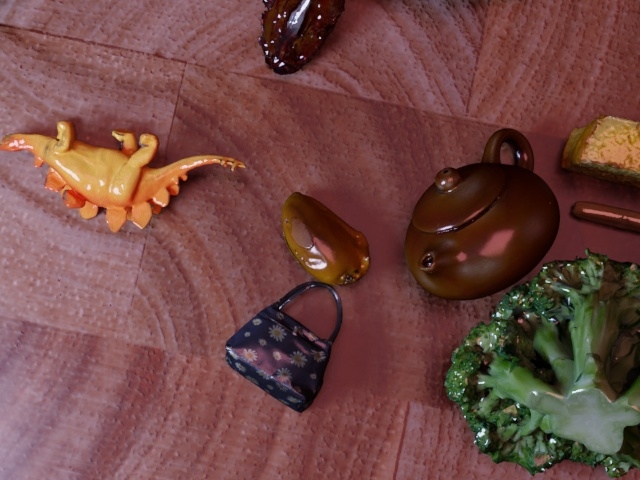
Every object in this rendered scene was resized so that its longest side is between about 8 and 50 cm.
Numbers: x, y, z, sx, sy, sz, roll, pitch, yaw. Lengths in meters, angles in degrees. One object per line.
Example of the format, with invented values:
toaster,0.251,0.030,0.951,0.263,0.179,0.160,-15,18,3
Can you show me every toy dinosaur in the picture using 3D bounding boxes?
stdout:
toy dinosaur,-0.230,-0.069,1.576,0.288,0.070,0.117,11,94,5

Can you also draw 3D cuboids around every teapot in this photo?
teapot,0.174,-0.039,1.520,0.135,0.178,0.252,57,46,-30

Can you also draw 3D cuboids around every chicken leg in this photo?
chicken leg,-0.016,-0.277,1.567,0.093,0.053,0.205,46,119,20

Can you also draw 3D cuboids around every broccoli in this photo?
broccoli,0.286,0.145,1.471,0.294,0.245,0.265,-12,102,22

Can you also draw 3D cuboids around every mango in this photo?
mango,0.000,0.000,1.569,0.127,0.063,0.077,47,44,11

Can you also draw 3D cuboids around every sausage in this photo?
sausage,0.354,-0.023,1.592,0.132,0.024,0.024,13,83,0

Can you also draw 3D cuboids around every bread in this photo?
bread,0.368,-0.089,1.562,0.187,0.103,0.065,14,81,6

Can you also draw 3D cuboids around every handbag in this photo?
handbag,-0.028,0.105,1.554,0.115,0.072,0.139,33,78,7
